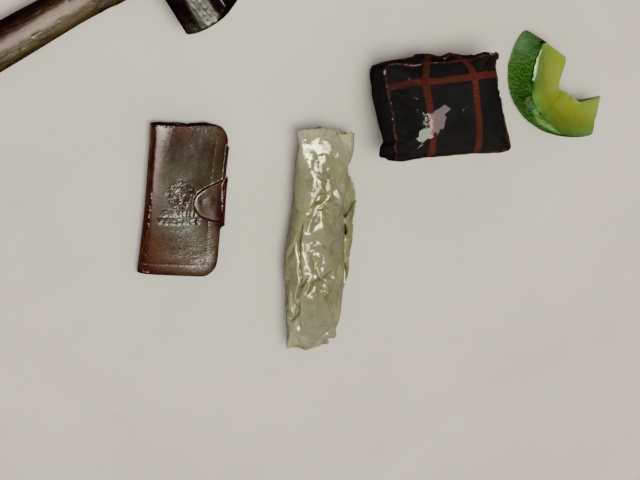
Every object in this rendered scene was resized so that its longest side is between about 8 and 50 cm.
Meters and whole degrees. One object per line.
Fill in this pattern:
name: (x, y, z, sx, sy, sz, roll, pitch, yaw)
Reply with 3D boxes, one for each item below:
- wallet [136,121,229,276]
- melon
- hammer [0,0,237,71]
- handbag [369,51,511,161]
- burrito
wallet: (-0.216, -0.065, 1.836, 0.137, 0.031, 0.255, 1, 110, -18)
melon: (0.396, -0.250, 1.950, 0.209, 0.064, 0.118, 35, 92, -28)
hammer: (-0.348, -0.341, 1.658, 0.409, 0.095, 0.242, -31, 117, -2)
handbag: (0.191, -0.217, 1.843, 0.215, 0.155, 0.169, -7, 98, -14)
burrito: (0.000, 0.000, 1.907, 0.117, 0.076, 0.392, -3, 110, -18)
